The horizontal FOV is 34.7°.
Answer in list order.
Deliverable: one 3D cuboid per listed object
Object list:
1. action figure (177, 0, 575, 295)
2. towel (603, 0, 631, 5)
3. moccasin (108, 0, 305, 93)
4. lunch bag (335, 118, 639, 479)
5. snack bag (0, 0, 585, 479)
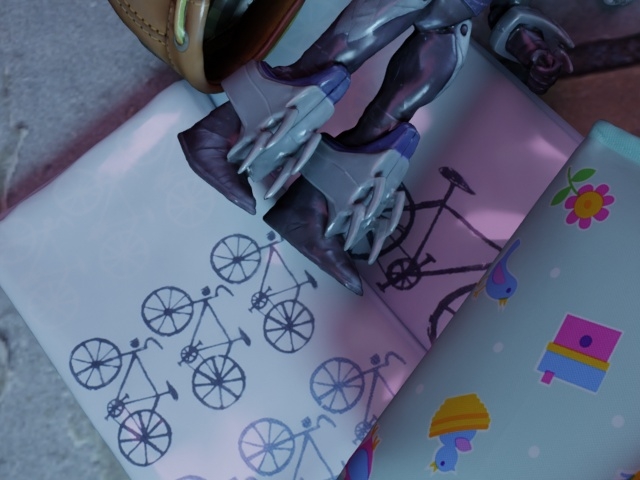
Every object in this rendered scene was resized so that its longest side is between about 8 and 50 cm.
[{"bbox_3d":[0.058,-0.119,0.547,0.285,0.185,0.099,-52,37,3],"label":"action figure"},{"bbox_3d":[0.246,-0.315,0.644,0.284,0.121,0.235,-24,63,2],"label":"towel"},{"bbox_3d":[0.011,-0.254,0.565,0.380,0.139,0.147,-52,53,14],"label":"moccasin"},{"bbox_3d":[0.166,0.102,0.409,0.223,0.160,0.262,-53,41,0],"label":"lunch bag"},{"bbox_3d":[0.000,0.000,0.610,0.343,0.037,0.323,-38,64,-5],"label":"snack bag"}]
